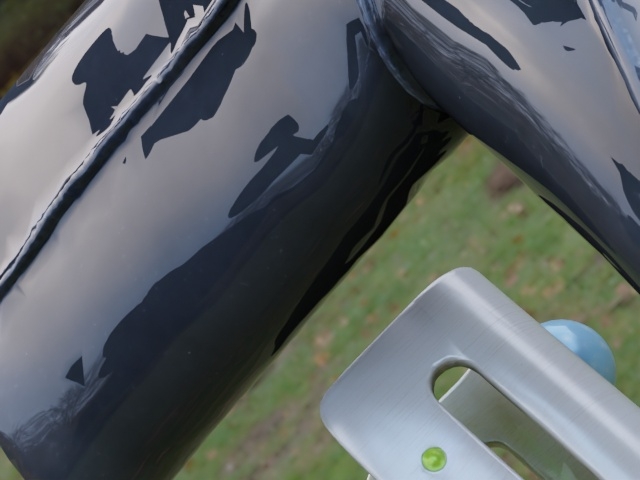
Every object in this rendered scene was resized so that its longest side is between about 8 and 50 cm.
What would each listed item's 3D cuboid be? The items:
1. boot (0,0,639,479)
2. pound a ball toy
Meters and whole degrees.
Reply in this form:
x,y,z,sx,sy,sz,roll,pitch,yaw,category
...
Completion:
x,y,z,sx,sy,sz,roll,pitch,yaw,category
0.000,-0.002,0.708,0.445,0.146,0.367,-42,50,34,boot
0.150,0.135,0.753,0.136,0.319,0.208,-44,-28,-10,pound a ball toy
